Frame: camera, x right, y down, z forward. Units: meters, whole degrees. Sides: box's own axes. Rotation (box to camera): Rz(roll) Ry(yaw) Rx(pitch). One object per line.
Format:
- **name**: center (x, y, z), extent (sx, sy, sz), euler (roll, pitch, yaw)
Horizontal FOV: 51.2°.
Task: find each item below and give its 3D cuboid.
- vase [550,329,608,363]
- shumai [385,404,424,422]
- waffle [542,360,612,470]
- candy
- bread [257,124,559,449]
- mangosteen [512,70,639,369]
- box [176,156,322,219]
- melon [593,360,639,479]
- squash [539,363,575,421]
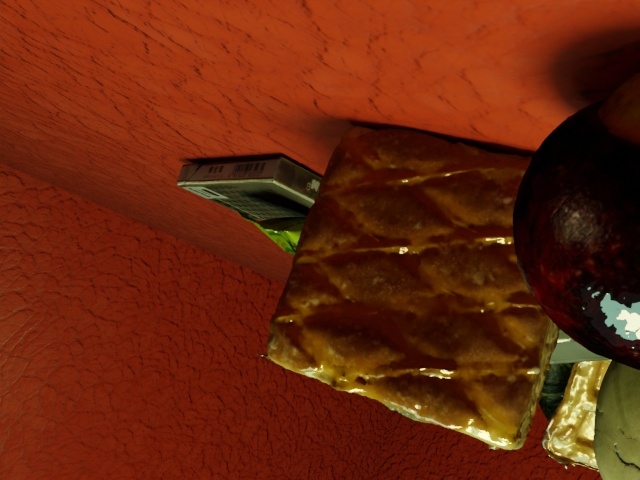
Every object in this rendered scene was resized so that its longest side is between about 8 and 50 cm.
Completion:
- **vase**: center (0.370, 0.096, 0.877), extent (0.251, 0.156, 0.301), euler (-14, -179, -29)
- **shumai**: center (0.164, 0.110, 0.961), extent (0.222, 0.271, 0.204), euler (22, -154, 32)
- **waffle**: center (0.578, 0.286, 1.103), extent (0.348, 0.304, 0.077), euler (18, -160, 22)
- **candy**: center (0.000, 0.000, 1.053), extent (0.246, 0.069, 0.149), euler (16, 177, -23)
- **bread**: center (0.123, 0.051, 0.721), extent (0.279, 0.279, 0.207), euler (18, 170, 26)
- **mangosteen**: center (0.228, -0.013, 0.431), extent (0.210, 0.209, 0.210), euler (19, 171, 3)
- **box**: center (-0.090, -0.079, 1.107), extent (0.180, 0.047, 0.325), euler (24, 170, -35)
- **melon**: center (0.521, 0.254, 0.916), extent (0.269, 0.330, 0.268), euler (18, 177, 1)
- **squash**: center (0.543, 0.278, 1.268), extent (0.252, 0.252, 0.165), euler (16, 180, 18)
